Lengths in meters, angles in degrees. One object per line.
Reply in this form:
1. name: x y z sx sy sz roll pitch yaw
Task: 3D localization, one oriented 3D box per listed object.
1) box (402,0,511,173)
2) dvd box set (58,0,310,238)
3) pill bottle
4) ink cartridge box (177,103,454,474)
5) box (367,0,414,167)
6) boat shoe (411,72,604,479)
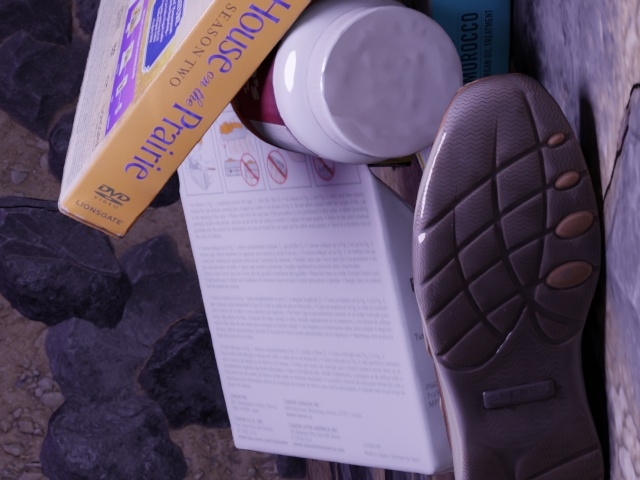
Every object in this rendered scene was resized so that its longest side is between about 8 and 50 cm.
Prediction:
1. box: 0.098 -0.157 1.352 0.100 0.060 0.244 -107 12 -51
2. dvd box set: -0.052 -0.238 1.356 0.420 0.062 0.307 -49 25 33
3. pill bottle: 0.014 -0.116 1.310 0.221 0.121 0.121 -160 62 -72
4. ink cartridge box: 0.000 0.000 1.593 0.308 0.091 0.385 -2 101 56
5. box: 0.064 -0.143 1.674 0.232 0.058 0.087 105 160 -73
6. boat shoe: 0.115 0.041 1.207 0.116 0.123 0.324 -107 13 -66
